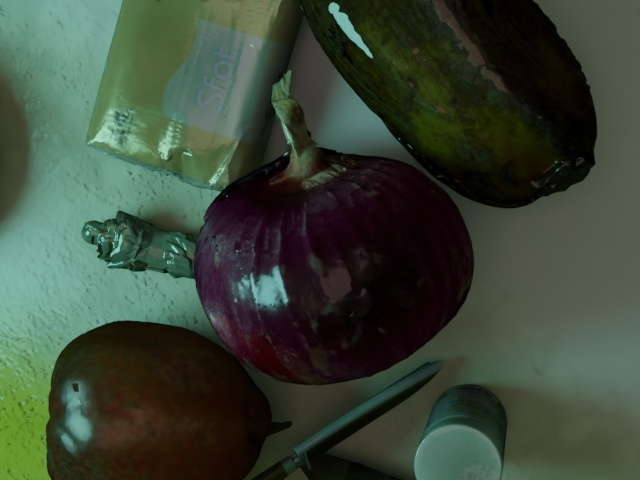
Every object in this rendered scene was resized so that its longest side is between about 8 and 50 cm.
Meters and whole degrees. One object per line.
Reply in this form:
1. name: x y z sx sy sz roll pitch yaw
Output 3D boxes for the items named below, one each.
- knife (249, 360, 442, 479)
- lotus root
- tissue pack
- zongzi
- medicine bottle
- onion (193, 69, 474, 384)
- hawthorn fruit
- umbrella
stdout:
1. knife: -0.012 0.224 1.381 0.343 0.061 0.027 -32 70 -12
2. lotus root: 0.116 -0.199 1.300 0.196 0.179 0.397 -39 90 9
3. tissue pack: -0.131 -0.175 1.388 0.186 0.090 0.222 20 99 8
4. zongzi: 0.037 0.285 1.376 0.176 0.160 0.078 25 104 4
5. medicine bottle: 0.145 0.205 1.337 0.086 0.183 0.086 1 96 10
6. onion: 0.011 0.029 1.292 0.272 0.230 0.256 42 87 -24
7. hawthorn fruit: -0.155 0.185 1.385 0.262 0.210 0.210 2 97 -8
8. umbrella: -0.190 0.007 1.434 0.143 0.062 0.067 16 130 1
